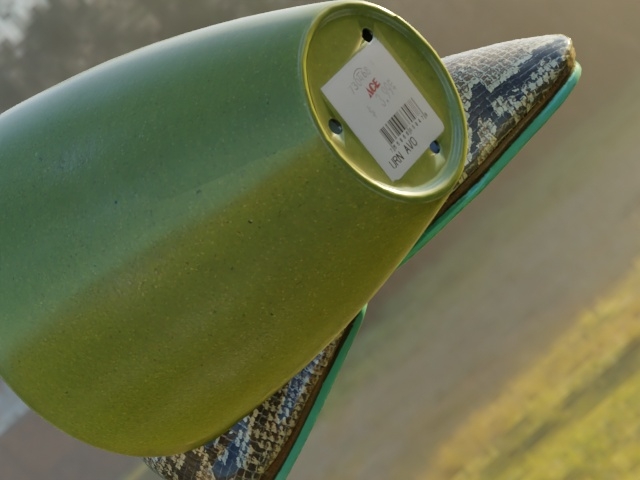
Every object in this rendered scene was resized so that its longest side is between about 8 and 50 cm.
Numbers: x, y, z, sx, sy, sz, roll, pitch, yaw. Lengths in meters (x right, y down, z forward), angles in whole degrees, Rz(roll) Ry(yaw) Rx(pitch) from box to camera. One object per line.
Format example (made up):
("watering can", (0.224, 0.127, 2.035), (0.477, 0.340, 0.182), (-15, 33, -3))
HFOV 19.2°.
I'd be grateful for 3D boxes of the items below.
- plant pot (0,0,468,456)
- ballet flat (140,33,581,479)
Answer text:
("plant pot", (-0.050, -0.032, 1.234), (0.293, 0.275, 0.275), (-30, 9, 43))
("ballet flat", (0.000, 0.000, 1.493), (0.483, 0.182, 0.164), (-54, 8, 11))
